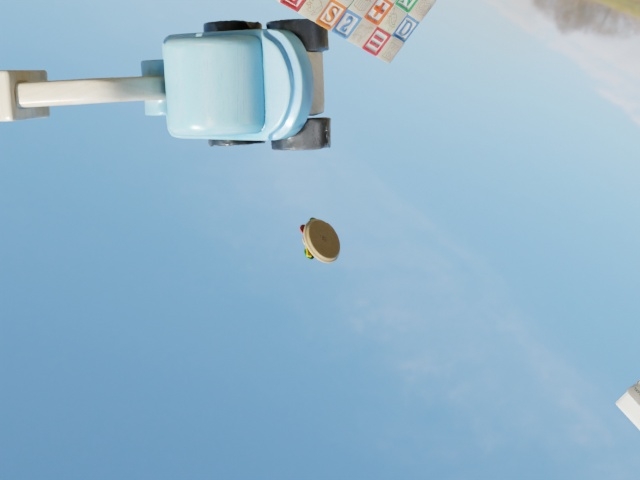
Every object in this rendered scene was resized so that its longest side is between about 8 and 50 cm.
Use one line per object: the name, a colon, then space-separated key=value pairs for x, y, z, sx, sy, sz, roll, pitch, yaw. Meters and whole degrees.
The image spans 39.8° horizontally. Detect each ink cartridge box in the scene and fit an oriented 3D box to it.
ink cartridge box: x=0.481 y=0.227 z=1.205 sx=0.143 sy=0.090 sz=0.092 roll=16 pitch=-151 yaw=-53

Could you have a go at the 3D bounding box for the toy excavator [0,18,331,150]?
toy excavator: x=-0.250 y=-0.256 z=1.457 sx=0.432 sy=0.223 sz=0.445 roll=6 pitch=-169 yaw=32

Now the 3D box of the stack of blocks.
stack of blocks: x=0.053 y=-0.401 z=1.336 sx=0.297 sy=0.171 sz=0.087 roll=12 pitch=-149 yaw=-53

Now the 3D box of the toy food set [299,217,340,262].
toy food set: x=0.000 y=0.000 z=1.482 sx=0.082 sy=0.020 sz=0.083 roll=16 pitch=-123 yaw=-38
